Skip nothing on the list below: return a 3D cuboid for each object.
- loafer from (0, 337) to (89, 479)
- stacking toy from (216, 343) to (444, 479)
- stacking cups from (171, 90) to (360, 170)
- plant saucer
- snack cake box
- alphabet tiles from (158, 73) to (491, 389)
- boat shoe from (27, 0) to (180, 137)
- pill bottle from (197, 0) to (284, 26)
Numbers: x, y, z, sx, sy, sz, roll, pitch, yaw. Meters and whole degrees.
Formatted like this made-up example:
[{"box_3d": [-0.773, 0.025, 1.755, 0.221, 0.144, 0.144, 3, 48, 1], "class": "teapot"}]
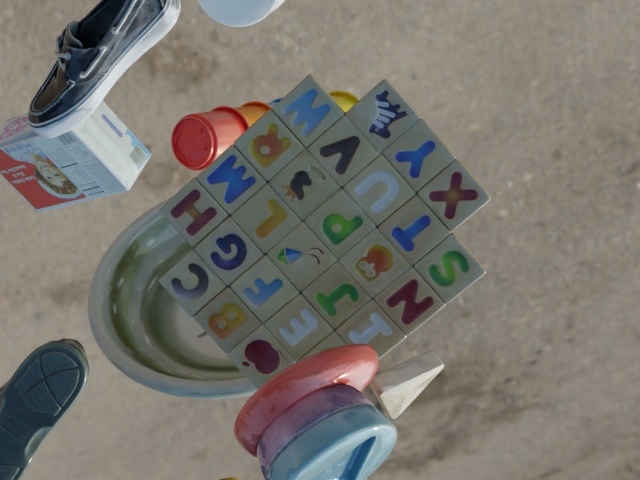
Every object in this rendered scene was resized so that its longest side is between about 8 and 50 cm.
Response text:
[{"box_3d": [-0.354, 0.215, 1.416, 0.267, 0.096, 0.084, -45, -172, 3], "class": "loafer"}, {"box_3d": [0.007, 0.248, 1.250, 0.279, 0.130, 0.309, -4, 138, -47], "class": "stacking toy"}, {"box_3d": [-0.063, -0.126, 1.527, 0.096, 0.096, 0.316, -40, 165, 33], "class": "stacking cups"}, {"box_3d": [-0.100, 0.075, 1.668, 0.400, 0.400, 0.101, -15, 131, -4], "class": "plant saucer"}, {"box_3d": [-0.431, -0.144, 2.143, 0.264, 0.089, 0.152, -9, 132, 42], "class": "snack cake box"}, {"box_3d": [0.000, 0.000, 1.379, 0.342, 0.285, 0.011, -40, -175, 16], "class": "alphabet tiles"}, {"box_3d": [-0.341, -0.275, 1.858, 0.301, 0.108, 0.102, -39, 139, 18], "class": "boat shoe"}, {"box_3d": [-0.122, -0.458, 2.032, 0.176, 0.318, 0.176, 1, 120, 2], "class": "pill bottle"}]
